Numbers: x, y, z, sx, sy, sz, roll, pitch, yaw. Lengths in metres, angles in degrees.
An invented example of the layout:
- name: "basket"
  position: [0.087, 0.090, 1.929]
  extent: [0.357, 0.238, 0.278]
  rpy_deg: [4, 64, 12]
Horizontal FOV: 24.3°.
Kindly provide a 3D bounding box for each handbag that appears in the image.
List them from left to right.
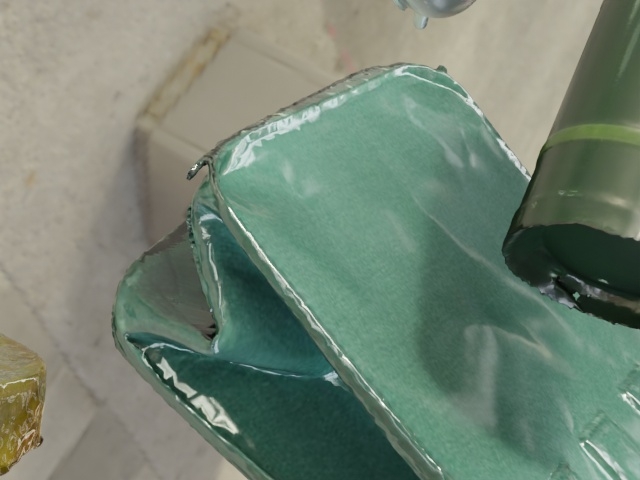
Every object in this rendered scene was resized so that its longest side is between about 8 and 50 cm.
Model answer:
- name: "handbag"
  position: [0.055, 0.059, 0.694]
  extent: [0.100, 0.274, 0.269]
  rpy_deg: [-43, 178, 30]

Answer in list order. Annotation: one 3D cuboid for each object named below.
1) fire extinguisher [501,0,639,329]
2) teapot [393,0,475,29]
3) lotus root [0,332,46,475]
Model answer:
- name: "fire extinguisher"
  position: [0.173, -0.105, 0.636]
  extent: [0.093, 0.118, 0.294]
  rpy_deg: [43, 63, -39]
- name: "teapot"
  position: [0.122, -0.368, 1.885]
  extent: [0.129, 0.193, 0.294]
  rpy_deg: [-35, 152, 11]
- name: "lotus root"
  position: [-0.428, 0.117, 1.277]
  extent: [0.375, 0.391, 0.111]
  rpy_deg: [-65, 162, -79]
